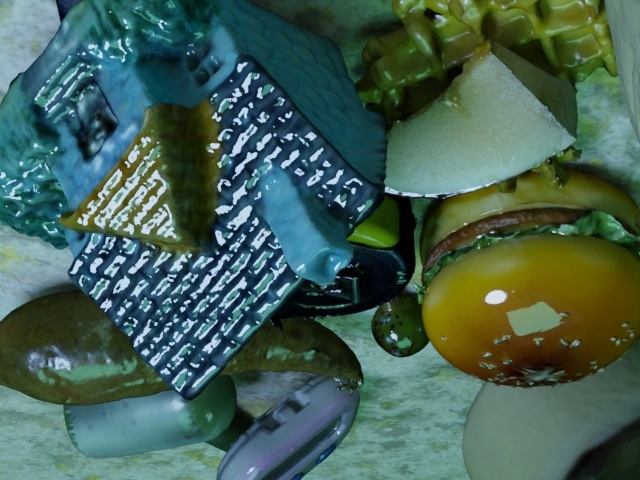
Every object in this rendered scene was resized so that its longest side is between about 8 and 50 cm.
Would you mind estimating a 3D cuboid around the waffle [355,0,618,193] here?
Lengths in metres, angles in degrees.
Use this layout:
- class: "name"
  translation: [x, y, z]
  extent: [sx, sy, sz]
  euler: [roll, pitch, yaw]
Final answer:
- class: "waffle"
  translation: [0.162, -0.132, 0.933]
  extent: [0.260, 0.069, 0.293]
  euler: [13, 145, -24]

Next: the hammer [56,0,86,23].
- class: "hammer"
  translation: [-0.189, -0.115, 0.975]
  extent: [0.137, 0.037, 0.290]
  euler: [0, 149, -5]

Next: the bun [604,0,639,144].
- class: "bun"
  translation: [0.278, -0.168, 0.639]
  extent: [0.213, 0.361, 0.361]
  euler: [36, 139, -8]

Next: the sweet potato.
- class: "sweet potato"
  translation: [-0.158, 0.110, 1.272]
  extent: [0.422, 0.130, 0.130]
  euler: [-1, 149, -11]

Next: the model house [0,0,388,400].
- class: "model house"
  translation: [-0.098, -0.020, 0.867]
  extent: [0.226, 0.241, 0.261]
  euler: [17, 124, -41]

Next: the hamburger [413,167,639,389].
- class: "hamburger"
  translation: [0.212, 0.051, 1.139]
  extent: [0.246, 0.170, 0.246]
  euler: [1, 150, 0]

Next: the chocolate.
- class: "chocolate"
  translation: [0.323, 0.252, 1.349]
  extent: [0.314, 0.297, 0.326]
  euler: [-18, 119, -15]

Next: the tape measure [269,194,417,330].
- class: "tape measure"
  translation: [0.000, 0.000, 1.107]
  extent: [0.186, 0.112, 0.199]
  euler: [-6, 150, 4]

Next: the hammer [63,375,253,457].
- class: "hammer"
  translation: [-0.162, 0.233, 1.498]
  extent: [0.206, 0.119, 0.335]
  euler: [-13, 153, 21]

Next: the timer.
- class: "timer"
  translation: [-0.043, 0.258, 1.479]
  extent: [0.208, 0.069, 0.191]
  euler: [-35, 159, -23]

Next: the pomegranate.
- class: "pomegranate"
  translation: [0.086, 0.091, 1.294]
  extent: [0.073, 0.073, 0.084]
  euler: [-16, 146, 22]

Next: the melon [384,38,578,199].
- class: "melon"
  translation: [0.107, -0.078, 0.916]
  extent: [0.098, 0.054, 0.182]
  euler: [27, 139, -24]
